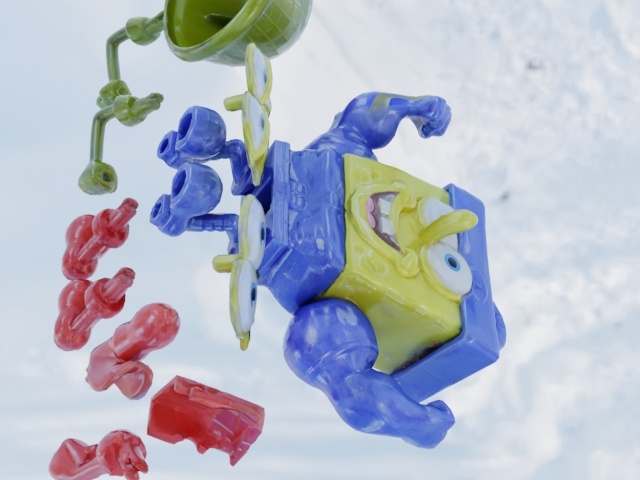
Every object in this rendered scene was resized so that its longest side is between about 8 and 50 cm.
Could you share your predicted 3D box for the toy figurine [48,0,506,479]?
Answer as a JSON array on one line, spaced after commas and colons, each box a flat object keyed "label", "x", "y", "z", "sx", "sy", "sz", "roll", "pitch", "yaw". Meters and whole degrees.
[{"label": "toy figurine", "x": 0.000, "y": 0.000, "z": 0.691, "sx": 0.217, "sy": 0.362, "sz": 0.191, "roll": 25, "pitch": 131, "yaw": -25}]
